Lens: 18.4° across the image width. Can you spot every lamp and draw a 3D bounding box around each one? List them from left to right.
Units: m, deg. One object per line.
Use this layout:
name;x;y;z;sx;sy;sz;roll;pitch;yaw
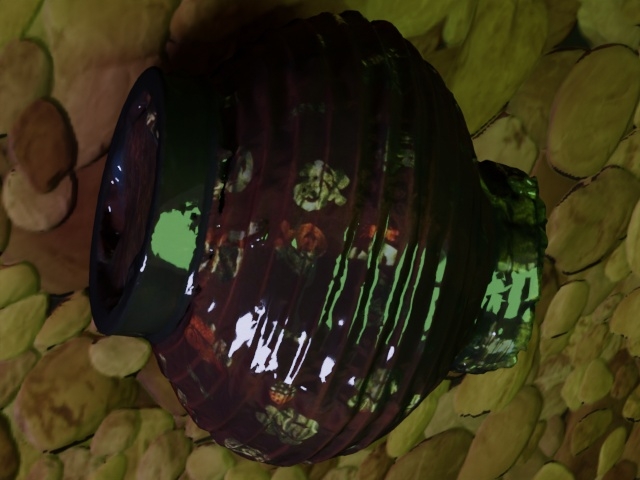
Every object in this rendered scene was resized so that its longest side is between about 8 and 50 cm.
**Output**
lamp;0.000;0.000;1.040;0.247;0.247;0.247;-25;133;-31
